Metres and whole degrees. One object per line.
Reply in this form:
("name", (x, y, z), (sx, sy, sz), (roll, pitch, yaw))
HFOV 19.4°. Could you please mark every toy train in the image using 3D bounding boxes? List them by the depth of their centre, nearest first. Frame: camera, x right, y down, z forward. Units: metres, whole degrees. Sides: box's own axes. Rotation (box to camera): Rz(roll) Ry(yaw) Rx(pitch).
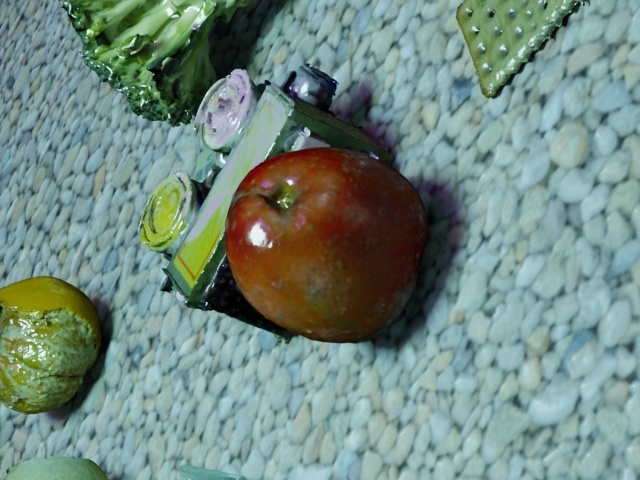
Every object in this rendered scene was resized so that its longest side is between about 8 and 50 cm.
("toy train", (-0.060, -0.038, 1.737), (0.261, 0.134, 0.177), (-60, 30, 12))

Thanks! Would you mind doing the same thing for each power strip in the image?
("power strip", (-0.117, -0.063, 1.968), (0.040, 0.016, 0.090), (-34, 43, 44))

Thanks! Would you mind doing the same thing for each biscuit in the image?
("biscuit", (0.188, -0.226, 1.588), (0.203, 0.016, 0.144), (-48, 34, 31))

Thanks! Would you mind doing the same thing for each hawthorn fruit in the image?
("hawthorn fruit", (0.000, 0.000, 1.578), (0.173, 0.173, 0.173), (-38, 40, 40))

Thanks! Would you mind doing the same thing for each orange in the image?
("orange", (-0.314, 0.115, 2.050), (0.156, 0.134, 0.157), (-161, 90, -73))

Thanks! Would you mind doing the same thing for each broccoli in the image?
("broccoli", (-0.110, -0.306, 1.969), (0.361, 0.221, 0.252), (-47, 40, 11))

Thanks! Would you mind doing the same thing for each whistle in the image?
("whistle", (-0.277, 0.283, 1.901), (0.223, 0.123, 0.123), (147, 139, -65))

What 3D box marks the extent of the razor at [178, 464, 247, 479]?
("razor", (-0.140, 0.338, 1.677), (0.111, 0.056, 0.278), (-1, 69, 57))
